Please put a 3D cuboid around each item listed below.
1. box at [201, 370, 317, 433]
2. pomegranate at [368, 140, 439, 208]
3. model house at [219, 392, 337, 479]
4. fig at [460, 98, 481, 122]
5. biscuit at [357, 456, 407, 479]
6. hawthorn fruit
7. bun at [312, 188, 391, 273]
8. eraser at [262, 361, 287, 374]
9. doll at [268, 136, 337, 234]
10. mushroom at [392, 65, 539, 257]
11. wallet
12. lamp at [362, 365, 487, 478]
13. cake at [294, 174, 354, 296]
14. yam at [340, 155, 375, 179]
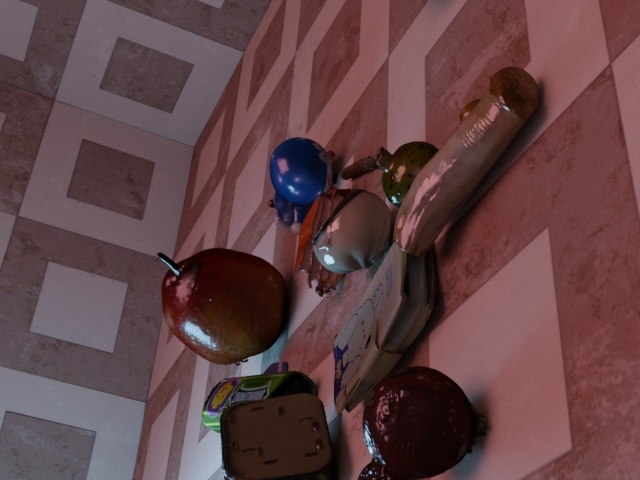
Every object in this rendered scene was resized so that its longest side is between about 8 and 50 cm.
[{"bbox_3d":[-0.142,0.355,2.063,0.134,0.097,0.345,-57,19,-25],"label":"box"},{"bbox_3d":[0.161,-0.118,1.672,0.130,0.130,0.130,-162,90,-72],"label":"pomegranate"},{"bbox_3d":[-0.071,0.468,1.795,0.218,0.204,0.279,-102,4,-60],"label":"model house"},{"bbox_3d":[0.270,-0.222,1.581,0.083,0.050,0.050,-54,18,-1],"label":"fig"},{"bbox_3d":[0.091,0.429,1.483,0.192,0.049,0.192,-166,90,-78],"label":"biscuit"},{"bbox_3d":[-0.258,0.132,2.295,0.284,0.369,0.285,-37,31,26],"label":"hawthorn fruit"},{"bbox_3d":[0.074,-0.007,1.826,0.173,0.120,0.173,-49,-10,-11],"label":"bun"},{"bbox_3d":[-0.139,0.368,2.245,0.225,0.036,0.082,127,154,-46],"label":"eraser"},{"bbox_3d":[-0.048,-0.133,2.312,0.257,0.161,0.215,105,159,-57],"label":"doll"},{"bbox_3d":[0.224,-0.120,1.508,0.351,0.095,0.123,-58,8,30],"label":"mushroom"},{"bbox_3d":[0.104,0.146,1.668,0.223,0.077,0.310,-90,22,-51],"label":"wallet"},{"bbox_3d":[0.140,0.260,1.338,0.156,0.157,0.135,-41,-19,1],"label":"lamp"},{"bbox_3d":[0.006,0.003,2.075,0.135,0.098,0.288,-44,28,53],"label":"cake"},{"bbox_3d":[0.083,-0.160,2.097,0.145,0.032,0.032,161,125,-67],"label":"yam"}]
